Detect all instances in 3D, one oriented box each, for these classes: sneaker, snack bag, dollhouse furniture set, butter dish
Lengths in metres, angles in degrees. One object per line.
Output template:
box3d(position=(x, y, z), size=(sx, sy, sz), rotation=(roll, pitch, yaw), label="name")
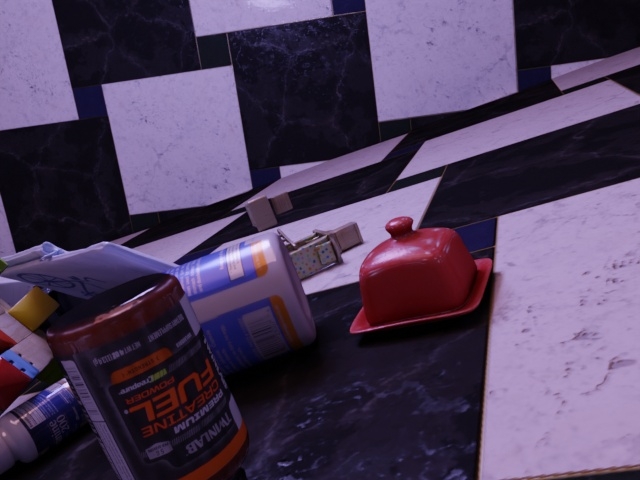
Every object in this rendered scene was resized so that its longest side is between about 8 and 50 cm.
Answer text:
box3d(position=(-0.575, 0.159, 1.308), size=(0.321, 0.126, 0.127), rotation=(-25, 1, 45), label="sneaker")
box3d(position=(-0.316, 0.066, 1.012), size=(0.343, 0.037, 0.323), rotation=(-11, -25, 40), label="snack bag")
box3d(position=(-0.018, -0.030, 1.096), size=(0.182, 0.160, 0.101), rotation=(-25, 13, -15), label="dollhouse furniture set")
box3d(position=(0.110, 0.028, 0.732), size=(0.160, 0.118, 0.160), rotation=(-15, 14, 27), label="butter dish")

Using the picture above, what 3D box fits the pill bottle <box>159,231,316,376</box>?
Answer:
box3d(position=(-0.155, 0.104, 0.767), size=(0.272, 0.152, 0.152), rotation=(-20, 12, 2), label="pill bottle")

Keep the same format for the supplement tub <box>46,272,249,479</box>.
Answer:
box3d(position=(-0.121, 0.132, 0.474), size=(0.106, 0.197, 0.106), rotation=(-21, 13, 5), label="supplement tub")

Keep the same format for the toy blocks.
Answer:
box3d(position=(-0.507, 0.109, 0.801), size=(0.190, 0.381, 0.261), rotation=(-50, 11, -10), label="toy blocks")

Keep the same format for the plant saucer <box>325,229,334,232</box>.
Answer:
box3d(position=(0.000, 0.000, 1.282), size=(0.083, 0.015, 0.083), rotation=(-20, 13, 5), label="plant saucer")

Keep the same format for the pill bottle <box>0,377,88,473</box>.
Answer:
box3d(position=(-0.349, 0.228, 0.748), size=(0.067, 0.067, 0.120), rotation=(-9, 17, 44), label="pill bottle")

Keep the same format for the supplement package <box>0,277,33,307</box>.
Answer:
box3d(position=(-0.691, 0.147, 1.064), size=(0.175, 0.177, 0.293), rotation=(11, 7, 27), label="supplement package")
